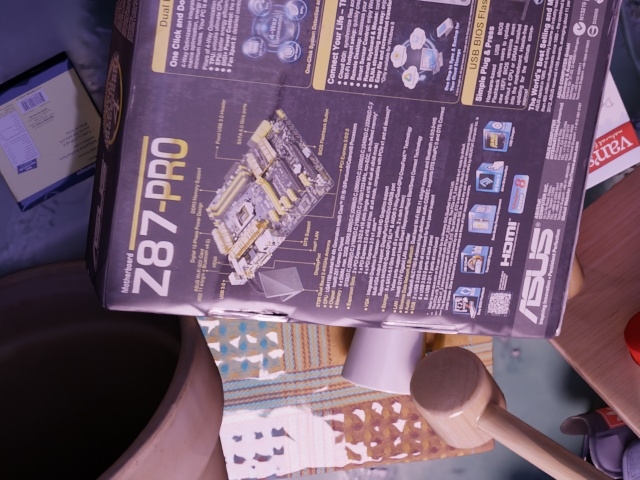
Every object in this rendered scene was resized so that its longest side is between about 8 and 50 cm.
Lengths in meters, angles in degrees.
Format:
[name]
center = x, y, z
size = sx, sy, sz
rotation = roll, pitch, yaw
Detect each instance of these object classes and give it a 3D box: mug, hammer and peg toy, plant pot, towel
[mug]
center = 0.053, 0.074, 1.357
size = 0.062, 0.078, 0.064
rotation = 12, 97, 18
[hammer and peg toy]
center = 0.264, 0.074, 1.325
size = 0.361, 0.266, 0.127
rotation = -40, 146, -4
[plant pot]
center = -0.184, 0.220, 1.275
size = 0.323, 0.323, 0.280
rotation = -26, 121, -4
[towel]
center = 0.000, 0.000, 1.365
size = 0.272, 0.040, 0.370
rotation = -6, 108, -10

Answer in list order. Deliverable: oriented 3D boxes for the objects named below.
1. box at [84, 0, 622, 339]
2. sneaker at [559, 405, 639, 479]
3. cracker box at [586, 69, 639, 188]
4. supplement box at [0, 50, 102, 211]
[box]
center = 0.030, -0.139, 1.181
size = 0.318, 0.097, 0.394
rotation = 3, 106, -17
[sneaker]
center = 0.281, 0.146, 1.412
size = 0.148, 0.131, 0.350
rotation = 38, 92, -17
[cracker box]
center = 0.110, -0.127, 1.292
size = 0.156, 0.067, 0.232
rotation = -27, 110, -3
[supplement box]
center = -0.198, -0.078, 1.317
size = 0.083, 0.056, 0.083
rotation = -28, 105, -4
